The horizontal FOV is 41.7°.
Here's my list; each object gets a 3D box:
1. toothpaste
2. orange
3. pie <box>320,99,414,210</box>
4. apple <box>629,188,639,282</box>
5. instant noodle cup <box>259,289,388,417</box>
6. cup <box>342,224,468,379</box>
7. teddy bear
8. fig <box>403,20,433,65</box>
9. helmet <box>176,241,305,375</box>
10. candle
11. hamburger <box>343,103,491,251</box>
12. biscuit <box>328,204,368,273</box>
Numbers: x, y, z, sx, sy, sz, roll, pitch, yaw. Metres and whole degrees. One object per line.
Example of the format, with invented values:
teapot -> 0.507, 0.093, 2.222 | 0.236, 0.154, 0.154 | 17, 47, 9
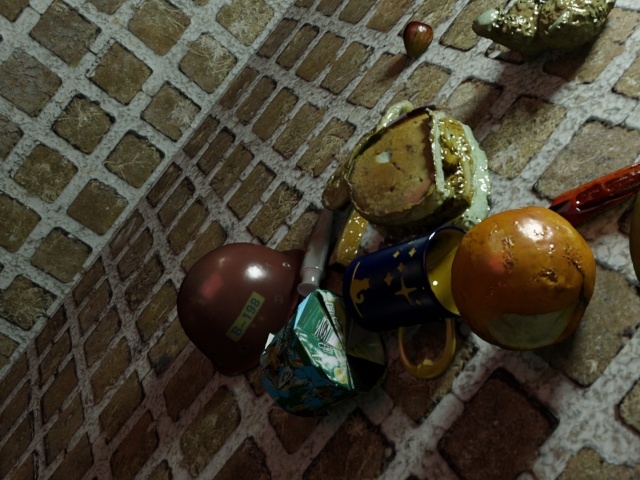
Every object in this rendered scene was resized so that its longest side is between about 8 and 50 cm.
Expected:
toothpaste -> 0.000, 0.000, 2.119 | 0.100, 0.066, 0.323 | 112, 173, -49
orange -> 0.331, 0.065, 1.376 | 0.240, 0.240, 0.240 | -37, 32, 28
pie -> 0.115, -0.207, 2.055 | 0.339, 0.077, 0.339 | -54, 4, 6
apple -> 0.555, -0.014, 1.039 | 0.340, 0.340, 0.339 | -37, 32, 28
instant noodle cup -> -0.005, 0.243, 1.707 | 0.178, 0.240, 0.240 | -41, 30, 36
cup -> 0.165, 0.119, 1.623 | 0.256, 0.178, 0.255 | -21, 41, 48
teddy bear -> 0.497, -0.478, 1.815 | 0.267, 0.156, 0.256 | -32, 15, -25
fig -> 0.261, -0.542, 2.328 | 0.089, 0.089, 0.125 | 42, 116, 62
helmet -> -0.232, 0.133, 2.150 | 0.385, 0.230, 0.337 | -54, 28, 2
candle -> 0.505, -0.084, 1.464 | 0.302, 0.059, 0.084 | -29, 49, 41
hamburger -> 0.199, -0.124, 1.795 | 0.277, 0.195, 0.317 | -23, 45, 35
biscuit -> 0.071, -0.011, 2.038 | 0.056, 0.052, 0.188 | -34, 29, 62
